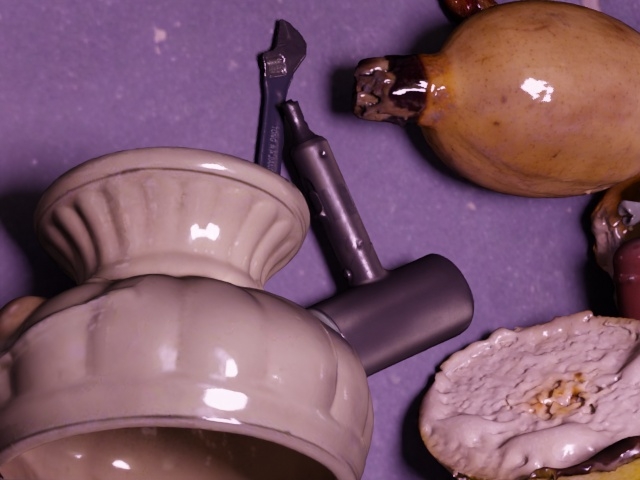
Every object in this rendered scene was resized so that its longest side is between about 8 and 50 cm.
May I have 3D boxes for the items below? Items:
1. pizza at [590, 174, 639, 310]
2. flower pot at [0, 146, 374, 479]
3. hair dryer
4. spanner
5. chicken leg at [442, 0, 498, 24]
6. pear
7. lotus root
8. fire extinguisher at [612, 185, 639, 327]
[{"bbox_3d":[0.366,0.049,1.878,0.189,0.071,0.297,-33,103,-37],"label":"pizza"},{"bbox_3d":[-0.116,0.084,1.448,0.307,0.307,0.244,17,55,-29],"label":"flower pot"},{"bbox_3d":[0.000,0.000,1.661,0.195,0.078,0.248,-22,85,-34],"label":"hair dryer"},{"bbox_3d":[-0.040,-0.094,1.685,0.046,0.012,0.208,15,72,-30],"label":"spanner"},{"bbox_3d":[0.144,-0.222,1.819,0.145,0.037,0.062,42,38,-19],"label":"chicken leg"},{"bbox_3d":[0.229,0.188,1.676,0.267,0.267,0.178,-42,124,-32],"label":"pear"},{"bbox_3d":[0.173,-0.128,1.730,0.310,0.183,0.182,4,77,-29],"label":"lotus root"},{"bbox_3d":[0.342,0.078,1.763,0.147,0.106,0.337,-7,94,-26],"label":"fire extinguisher"}]
